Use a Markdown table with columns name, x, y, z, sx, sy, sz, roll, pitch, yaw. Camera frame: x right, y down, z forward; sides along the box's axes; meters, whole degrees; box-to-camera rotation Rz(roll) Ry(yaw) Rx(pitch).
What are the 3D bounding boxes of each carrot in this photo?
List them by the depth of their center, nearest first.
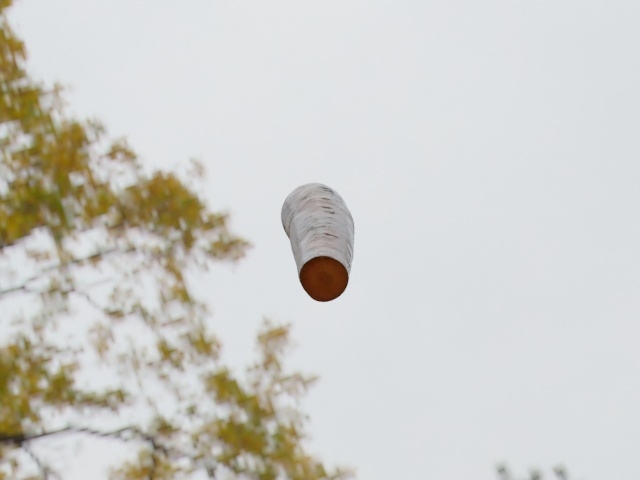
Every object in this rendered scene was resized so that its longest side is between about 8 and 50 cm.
| name | x | y | z | sx | sy | sz | roll | pitch | yaw |
| --- | --- | --- | --- | --- | --- | --- | --- | --- | --- |
| carrot | 0.000 | 0.000 | 0.745 | 0.032 | 0.093 | 0.032 | -1 | -71 | -3 |
